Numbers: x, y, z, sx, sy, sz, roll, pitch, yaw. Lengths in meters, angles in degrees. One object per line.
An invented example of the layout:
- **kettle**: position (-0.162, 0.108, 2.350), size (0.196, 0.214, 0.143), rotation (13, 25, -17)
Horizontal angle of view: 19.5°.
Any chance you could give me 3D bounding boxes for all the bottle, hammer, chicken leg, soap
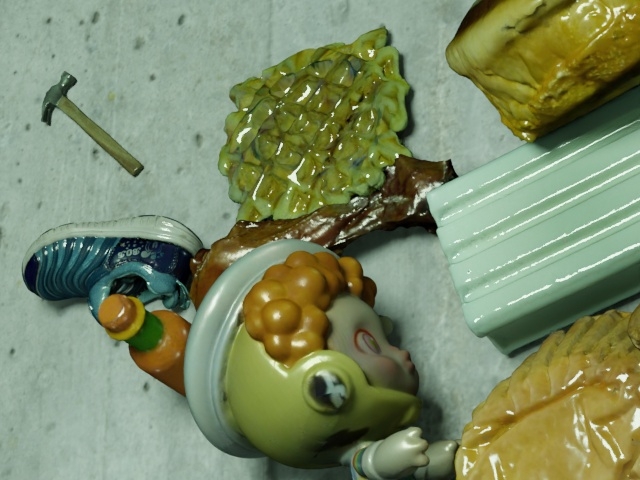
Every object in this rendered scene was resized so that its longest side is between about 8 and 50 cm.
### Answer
- **bottle**: position (-0.151, 0.101, 1.813), size (0.069, 0.187, 0.069), rotation (-13, 60, 24)
- **hammer**: position (-0.257, -0.122, 2.087), size (0.062, 0.017, 0.182), rotation (-50, 54, 3)
- **chicken leg**: position (0.000, 0.000, 1.825), size (0.304, 0.093, 0.113), rotation (-29, 93, 16)
- **soap**: position (0.245, -0.024, 1.693), size (0.265, 0.087, 0.160), rotation (-28, 59, 18)

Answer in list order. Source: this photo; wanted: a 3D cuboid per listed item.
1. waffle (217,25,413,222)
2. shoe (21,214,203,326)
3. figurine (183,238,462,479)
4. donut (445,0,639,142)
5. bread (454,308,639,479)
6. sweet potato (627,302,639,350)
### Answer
- **waffle**: position (-0.010, -0.111, 1.909), size (0.223, 0.054, 0.204), rotation (-19, 60, 22)
- **shoe**: position (-0.222, 0.038, 1.944), size (0.207, 0.091, 0.106), rotation (-5, 60, 25)
- **figurine**: position (0.013, 0.182, 1.656), size (0.205, 0.224, 0.382), rotation (-39, 54, 15)
- **donut**: position (0.271, -0.221, 1.665), size (0.330, 0.330, 0.160), rotation (-40, 85, 10)
- **bread**: position (0.242, 0.184, 1.566), size (0.274, 0.149, 0.274), rotation (-10, 70, 28)
- **sweet potato**: position (0.356, -0.046, 1.538), size (0.114, 0.092, 0.341), rotation (23, 73, 1)
